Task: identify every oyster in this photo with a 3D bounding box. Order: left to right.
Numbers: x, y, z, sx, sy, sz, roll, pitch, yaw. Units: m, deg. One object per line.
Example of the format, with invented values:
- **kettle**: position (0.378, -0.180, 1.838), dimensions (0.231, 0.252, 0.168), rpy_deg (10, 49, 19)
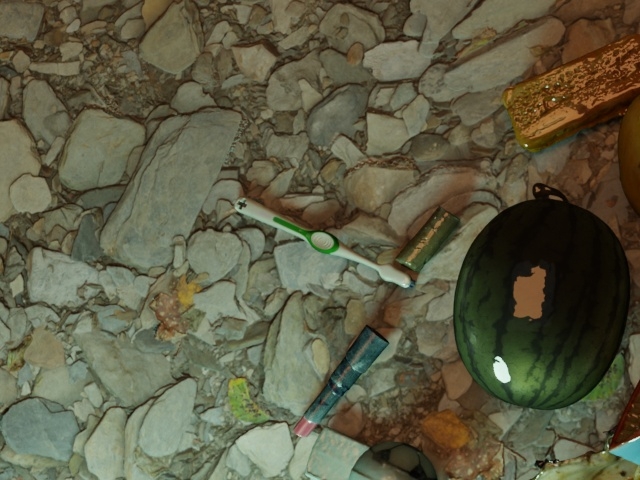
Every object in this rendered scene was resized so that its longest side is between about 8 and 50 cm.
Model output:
- **oyster**: position (0.444, 0.378, 1.665), dimensions (0.198, 0.133, 0.337), rpy_deg (39, 85, 23)

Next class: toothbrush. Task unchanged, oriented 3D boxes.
- **toothbrush**: position (-0.002, -0.001, 2.014), dimensions (0.418, 0.040, 0.042), rpy_deg (25, 87, 27)

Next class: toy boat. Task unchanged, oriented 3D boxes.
- **toy boat**: position (0.551, 0.183, 1.624), dimensions (0.079, 0.136, 0.392), rpy_deg (41, 55, 1)

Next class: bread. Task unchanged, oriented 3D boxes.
- **bread**: position (0.464, -0.254, 1.878), dimensions (0.271, 0.077, 0.139), rpy_deg (-24, 70, 16)

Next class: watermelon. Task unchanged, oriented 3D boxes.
- **watermelon**: position (0.354, 0.089, 1.708), dimensions (0.278, 0.279, 0.359), rpy_deg (11, 76, 25)

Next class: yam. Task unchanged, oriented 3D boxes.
- **yam**: position (0.195, -0.001, 1.927), dimensions (0.054, 0.054, 0.132), rpy_deg (40, 91, 27)

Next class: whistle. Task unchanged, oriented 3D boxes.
- **whistle**: position (0.091, 0.401, 1.790), dimensions (0.289, 0.163, 0.163), rpy_deg (19, 82, 26)

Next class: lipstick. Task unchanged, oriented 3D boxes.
- **lipstick**: position (0.032, 0.259, 1.915), dimensions (0.053, 0.053, 0.234), rpy_deg (39, 93, 27)

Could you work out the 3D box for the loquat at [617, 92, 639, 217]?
- **loquat**: position (0.594, -0.131, 1.681), dimensions (0.274, 0.275, 0.275), rpy_deg (-7, 72, 21)
